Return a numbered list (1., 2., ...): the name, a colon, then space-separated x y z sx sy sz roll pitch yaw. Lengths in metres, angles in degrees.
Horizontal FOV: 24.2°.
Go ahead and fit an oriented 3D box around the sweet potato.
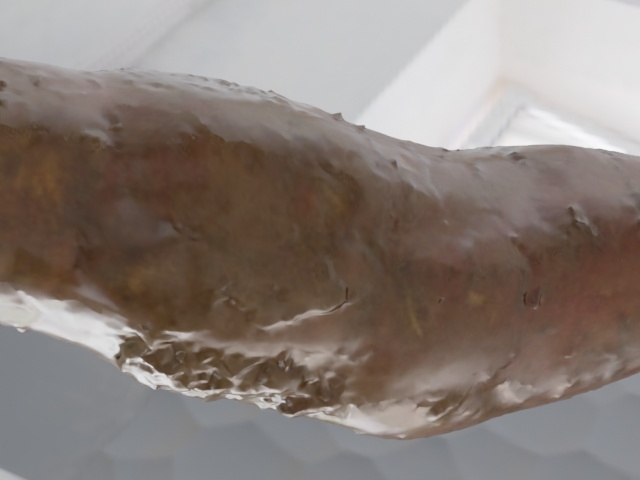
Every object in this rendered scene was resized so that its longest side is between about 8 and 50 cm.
1. sweet potato: -0.002 0.007 0.440 0.106 0.355 0.095 125 144 -54
